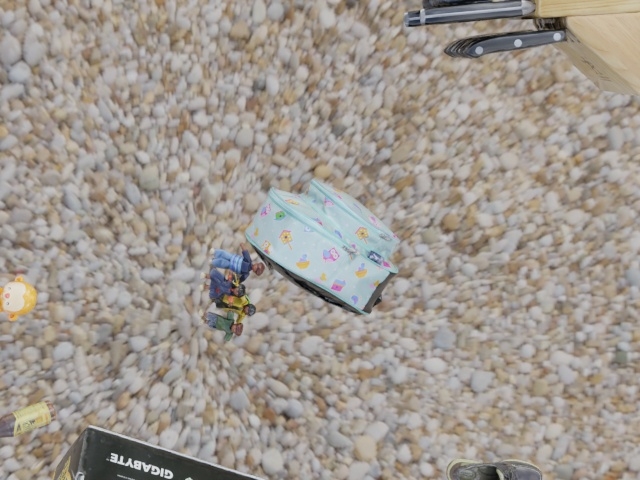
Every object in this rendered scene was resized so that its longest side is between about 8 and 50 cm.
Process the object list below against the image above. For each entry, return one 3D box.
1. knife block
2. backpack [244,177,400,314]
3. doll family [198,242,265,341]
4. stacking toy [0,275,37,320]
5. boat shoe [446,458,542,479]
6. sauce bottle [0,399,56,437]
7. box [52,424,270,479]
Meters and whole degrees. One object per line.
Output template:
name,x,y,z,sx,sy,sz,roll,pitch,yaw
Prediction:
knife block,0.197,-0.239,0.745,0.242,0.088,0.275,40,95,-13
backpack,0.000,0.000,1.294,0.188,0.166,0.144,21,103,-31
doll family,-0.168,0.098,1.844,0.111,0.076,0.192,16,122,23
stacking toy,-0.555,0.094,1.453,0.302,0.166,0.175,-3,71,24
boat shoe,0.272,0.368,1.482,0.152,0.049,0.056,2,92,-7
sauce bottle,-0.517,0.312,1.636,0.128,0.042,0.042,-20,88,-31
box,-0.070,0.311,0.763,0.322,0.079,0.257,23,38,-21
